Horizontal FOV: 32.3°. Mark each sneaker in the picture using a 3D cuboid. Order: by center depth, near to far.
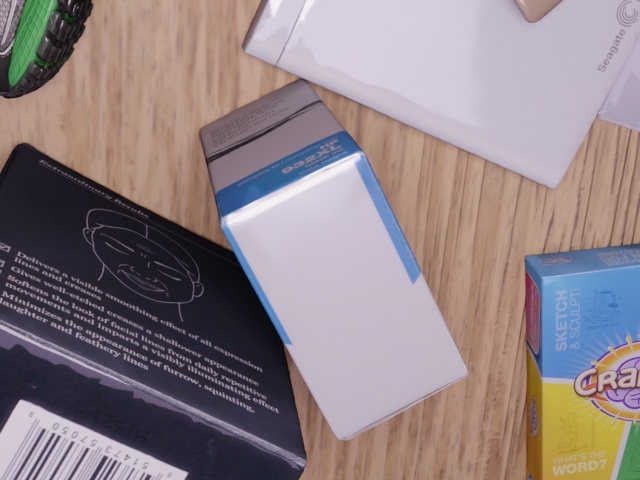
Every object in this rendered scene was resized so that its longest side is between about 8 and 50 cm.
[{"bbox_3d":[-0.268,-0.297,0.970,0.146,0.134,0.344,6,99,-1],"label":"sneaker"}]

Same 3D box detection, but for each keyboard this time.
[{"bbox_3d":[0.364,-0.235,1.131,0.072,0.014,0.256,17,107,-8],"label":"keyboard"}]

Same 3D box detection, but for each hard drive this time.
[{"bbox_3d":[0.131,-0.221,1.084,0.353,0.047,0.233,22,105,-15],"label":"hard drive"}]

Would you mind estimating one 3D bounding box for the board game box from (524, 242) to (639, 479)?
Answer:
[{"bbox_3d":[0.354,0.159,1.244,0.242,0.064,0.317,-7,111,-5],"label":"board game box"}]

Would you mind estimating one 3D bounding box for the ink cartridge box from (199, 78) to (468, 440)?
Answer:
[{"bbox_3d":[0.000,0.000,1.008,0.129,0.307,0.223,-28,111,1],"label":"ink cartridge box"}]

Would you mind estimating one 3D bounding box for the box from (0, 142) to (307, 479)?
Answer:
[{"bbox_3d":[-0.204,0.116,0.974,0.293,0.395,0.212,28,105,-15],"label":"box"}]

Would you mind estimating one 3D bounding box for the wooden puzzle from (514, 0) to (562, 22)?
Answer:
[{"bbox_3d":[0.206,-0.358,1.021,0.221,0.044,0.239,-41,107,-8],"label":"wooden puzzle"}]
